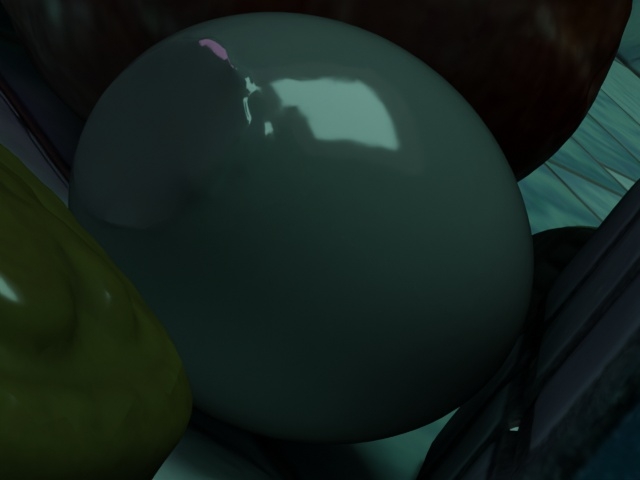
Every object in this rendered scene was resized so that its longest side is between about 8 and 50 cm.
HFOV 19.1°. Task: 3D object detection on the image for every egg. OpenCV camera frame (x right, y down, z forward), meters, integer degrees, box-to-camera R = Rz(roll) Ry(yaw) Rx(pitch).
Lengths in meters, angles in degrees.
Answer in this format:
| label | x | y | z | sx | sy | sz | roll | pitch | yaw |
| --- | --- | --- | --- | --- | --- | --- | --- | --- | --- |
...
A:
| label | x | y | z | sx | sy | sz | roll | pitch | yaw |
| --- | --- | --- | --- | --- | --- | --- | --- | --- | --- |
| egg | 0.000 | 0.000 | 0.815 | 0.232 | 0.176 | 0.176 | 28 | 18 | -42 |

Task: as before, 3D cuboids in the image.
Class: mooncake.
| label | x | y | z | sx | sy | sz | roll | pitch | yaw |
| --- | --- | --- | --- | --- | --- | --- | --- | --- | --- |
| mooncake | -0.143 | 0.018 | 0.564 | 0.235 | 0.117 | 0.235 | 33 | 14 | -9 |

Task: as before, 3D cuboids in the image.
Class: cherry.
| label | x | y | z | sx | sy | sz | roll | pitch | yaw |
| --- | --- | --- | --- | --- | --- | --- | --- | --- | --- |
| cherry | -0.001 | -0.161 | 1.012 | 0.335 | 0.291 | 0.326 | 3 | 22 | 9 |

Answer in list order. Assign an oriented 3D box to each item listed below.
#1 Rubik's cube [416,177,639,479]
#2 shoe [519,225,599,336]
| label | x | y | z | sx | sy | sz | roll | pitch | yaw |
| --- | --- | --- | --- | --- | --- | --- | --- | --- | --- |
| Rubik's cube | 0.225 | 0.111 | 0.775 | 0.301 | 0.305 | 0.304 | 37 | 13 | 0 |
| shoe | 0.244 | 0.123 | 1.129 | 0.336 | 0.132 | 0.171 | 48 | 13 | 26 |
